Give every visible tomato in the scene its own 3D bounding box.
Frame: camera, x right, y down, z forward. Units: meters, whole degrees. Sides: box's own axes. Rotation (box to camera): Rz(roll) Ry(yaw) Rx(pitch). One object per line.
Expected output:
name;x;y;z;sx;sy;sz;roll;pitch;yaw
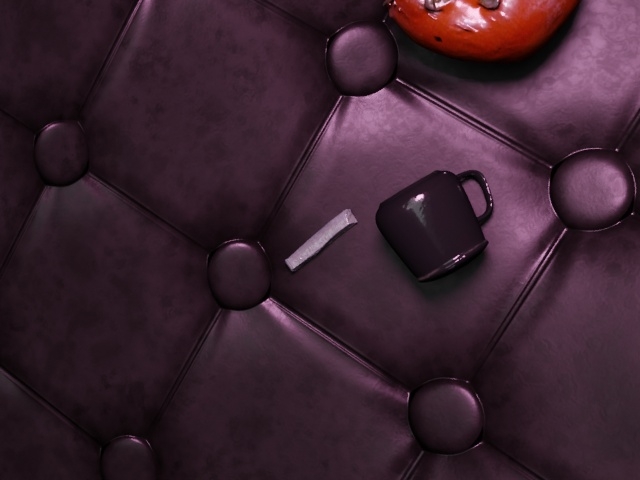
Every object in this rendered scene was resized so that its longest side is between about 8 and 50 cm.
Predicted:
tomato;0.276;-0.460;1.376;0.341;0.273;0.341;7;106;24

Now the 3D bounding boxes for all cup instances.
cup;0.224;-0.036;1.465;0.223;0.169;0.177;-29;86;-15

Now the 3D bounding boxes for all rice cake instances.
rice cake;0.001;0.001;1.596;0.170;0.029;0.033;-39;73;14
